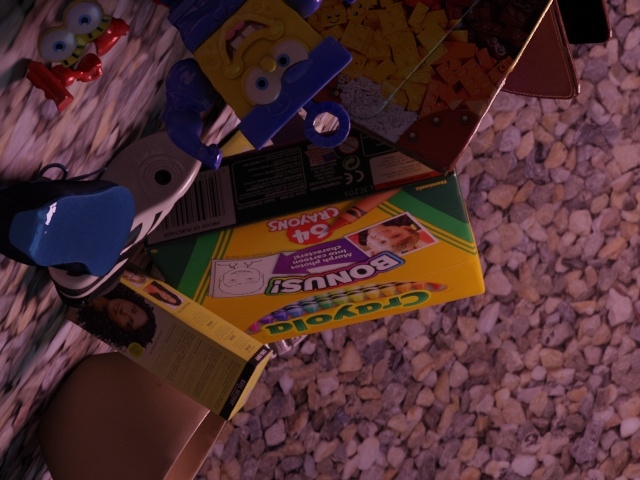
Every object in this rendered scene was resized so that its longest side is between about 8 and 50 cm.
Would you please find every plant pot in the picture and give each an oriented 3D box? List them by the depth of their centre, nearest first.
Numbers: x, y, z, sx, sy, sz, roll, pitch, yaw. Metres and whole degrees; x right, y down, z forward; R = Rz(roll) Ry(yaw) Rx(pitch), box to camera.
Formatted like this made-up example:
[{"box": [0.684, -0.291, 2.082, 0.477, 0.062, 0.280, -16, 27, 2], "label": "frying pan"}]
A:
[{"box": [-0.259, 0.257, 1.888, 0.284, 0.191, 0.284, -59, 174, -11], "label": "plant pot"}]

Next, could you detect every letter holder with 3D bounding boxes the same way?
[{"box": [0.255, -0.312, 1.805, 0.152, 0.302, 0.214, -31, 118, -23], "label": "letter holder"}]

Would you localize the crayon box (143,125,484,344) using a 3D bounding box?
[{"box": [0.000, 0.000, 1.733, 0.313, 0.362, 0.106, 66, 13, -59], "label": "crayon box"}]

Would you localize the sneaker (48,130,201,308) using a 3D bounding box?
[{"box": [-0.215, -0.021, 1.540, 0.217, 0.079, 0.121, -48, 173, -21], "label": "sneaker"}]

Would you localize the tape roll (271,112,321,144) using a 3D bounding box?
[{"box": [0.051, -0.204, 1.797, 0.275, 0.274, 0.090, -59, 172, -3], "label": "tape roll"}]

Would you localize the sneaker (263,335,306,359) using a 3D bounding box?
[{"box": [-0.143, 0.111, 2.129, 0.321, 0.125, 0.180, -23, -158, 16], "label": "sneaker"}]

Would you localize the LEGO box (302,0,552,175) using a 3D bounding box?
[{"box": [0.103, -0.315, 1.460, 0.372, 0.193, 0.500, -61, -169, 10], "label": "LEGO box"}]

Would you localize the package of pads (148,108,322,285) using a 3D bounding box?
[{"box": [-0.119, -0.041, 1.999, 0.296, 0.101, 0.229, -51, 169, -50], "label": "package of pads"}]

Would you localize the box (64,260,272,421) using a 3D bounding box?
[{"box": [-0.178, 0.109, 1.660, 0.087, 0.232, 0.058, -63, 172, 24], "label": "box"}]

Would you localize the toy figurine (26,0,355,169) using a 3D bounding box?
[{"box": [-0.034, -0.178, 1.175, 0.362, 0.217, 0.191, -43, 178, 3], "label": "toy figurine"}]

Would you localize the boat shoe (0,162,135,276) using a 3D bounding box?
[{"box": [-0.239, -0.027, 1.283, 0.258, 0.089, 0.109, 38, 70, -78], "label": "boat shoe"}]
